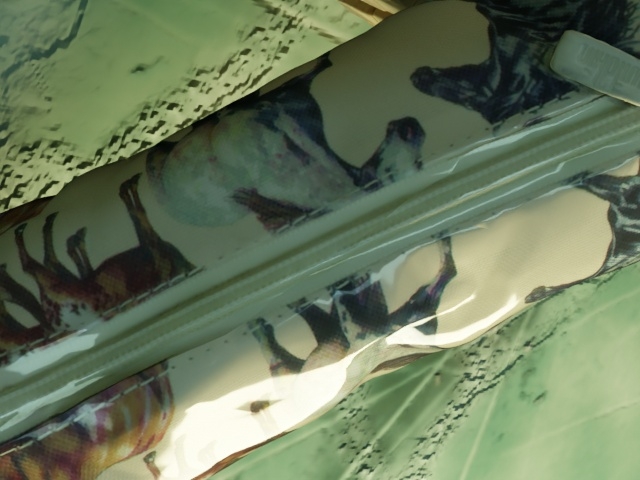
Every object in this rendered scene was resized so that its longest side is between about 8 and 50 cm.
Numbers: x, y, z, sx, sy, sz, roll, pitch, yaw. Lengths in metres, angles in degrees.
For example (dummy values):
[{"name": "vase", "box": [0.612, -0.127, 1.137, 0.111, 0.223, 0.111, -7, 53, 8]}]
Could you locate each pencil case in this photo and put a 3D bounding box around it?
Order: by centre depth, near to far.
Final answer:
[{"name": "pencil case", "box": [0.000, 0.000, 0.679, 0.410, 0.160, 0.183, -26, 173, -2]}]

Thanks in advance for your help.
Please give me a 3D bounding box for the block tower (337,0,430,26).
[{"name": "block tower", "box": [0.047, -0.149, 0.769, 0.091, 0.097, 0.335, -55, 137, 0]}]
